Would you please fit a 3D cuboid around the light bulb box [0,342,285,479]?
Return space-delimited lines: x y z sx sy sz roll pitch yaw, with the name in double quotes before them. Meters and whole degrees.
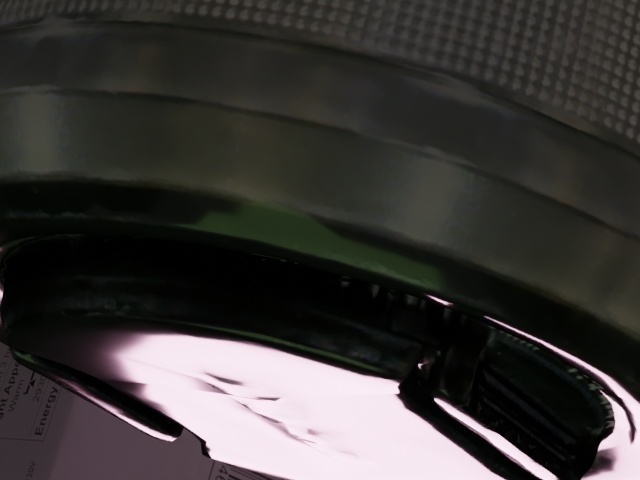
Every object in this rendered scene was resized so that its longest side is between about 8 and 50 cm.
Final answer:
"light bulb box" -0.205 0.165 1.213 0.361 0.358 0.225 -4 152 46

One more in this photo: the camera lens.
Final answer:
"camera lens" 0.025 -0.081 0.463 0.219 0.274 0.219 13 161 5
